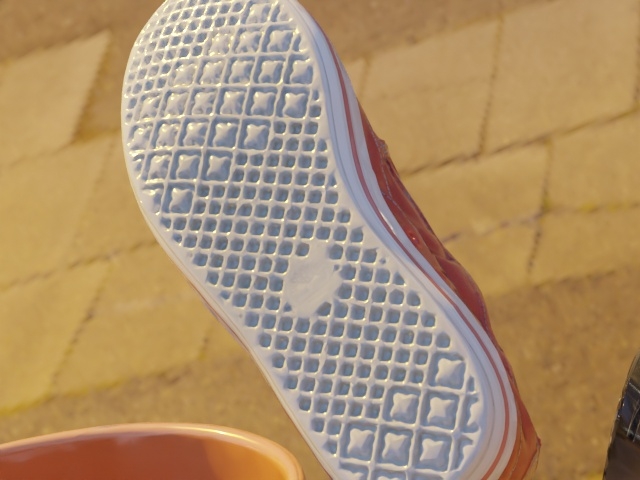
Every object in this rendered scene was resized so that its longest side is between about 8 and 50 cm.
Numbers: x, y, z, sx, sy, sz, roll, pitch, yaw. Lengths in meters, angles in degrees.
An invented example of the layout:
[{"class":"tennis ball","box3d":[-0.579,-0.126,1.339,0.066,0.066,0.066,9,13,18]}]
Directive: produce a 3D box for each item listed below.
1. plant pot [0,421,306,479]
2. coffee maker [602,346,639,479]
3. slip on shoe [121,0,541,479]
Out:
[{"class":"plant pot","box3d":[-0.132,0.238,0.958,0.290,0.203,0.291,-10,14,3]},{"class":"coffee maker","box3d":[0.126,0.089,0.418,0.120,0.171,0.178,-61,24,19]},{"class":"slip on shoe","box3d":[0.000,0.000,0.895,0.123,0.101,0.331,-38,58,10]}]
